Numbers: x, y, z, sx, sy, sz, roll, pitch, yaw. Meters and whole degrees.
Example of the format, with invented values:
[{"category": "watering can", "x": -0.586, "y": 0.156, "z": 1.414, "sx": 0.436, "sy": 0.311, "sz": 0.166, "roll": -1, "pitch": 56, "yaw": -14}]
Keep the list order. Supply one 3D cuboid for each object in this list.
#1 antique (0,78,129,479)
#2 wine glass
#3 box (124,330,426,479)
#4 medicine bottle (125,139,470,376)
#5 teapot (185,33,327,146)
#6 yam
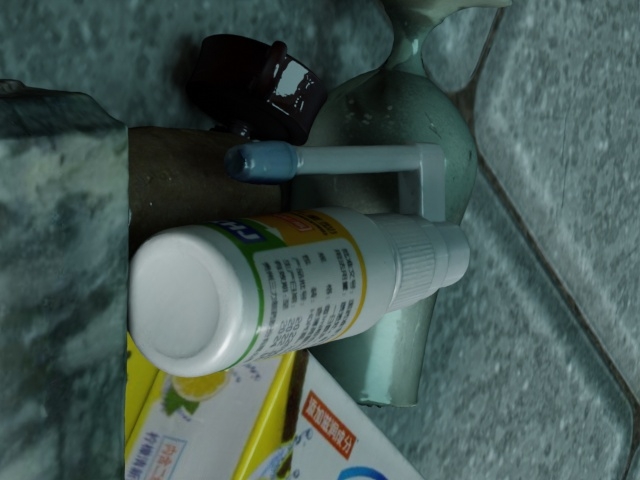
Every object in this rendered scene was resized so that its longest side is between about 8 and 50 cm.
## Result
[{"category": "antique", "x": -0.133, "y": 0.029, "z": 0.601, "sx": 0.086, "sy": 0.088, "sz": 0.183, "roll": -13, "pitch": 109, "yaw": -54}, {"category": "wine glass", "x": 0.033, "y": -0.029, "z": 0.845, "sx": 0.103, "sy": 0.103, "sz": 0.231, "roll": 8, "pitch": 93, "yaw": -59}, {"category": "box", "x": -0.028, "y": 0.169, "z": 0.801, "sx": 0.265, "sy": 0.097, "sz": 0.168, "roll": 54, "pitch": 54, "yaw": -50}, {"category": "medicine bottle", "x": 0.000, "y": 0.000, "z": 0.700, "sx": 0.220, "sy": 0.061, "sz": 0.092, "roll": -9, "pitch": 96, "yaw": -57}, {"category": "teapot", "x": -0.033, "y": -0.069, "z": 0.758, "sx": 0.100, "sy": 0.068, "sz": 0.045, "roll": 139, "pitch": -26, "yaw": -75}, {"category": "yam", "x": -0.078, "y": -0.011, "z": 0.694, "sx": 0.127, "sy": 0.084, "sz": 0.084, "roll": -5, "pitch": 102, "yaw": -61}]
